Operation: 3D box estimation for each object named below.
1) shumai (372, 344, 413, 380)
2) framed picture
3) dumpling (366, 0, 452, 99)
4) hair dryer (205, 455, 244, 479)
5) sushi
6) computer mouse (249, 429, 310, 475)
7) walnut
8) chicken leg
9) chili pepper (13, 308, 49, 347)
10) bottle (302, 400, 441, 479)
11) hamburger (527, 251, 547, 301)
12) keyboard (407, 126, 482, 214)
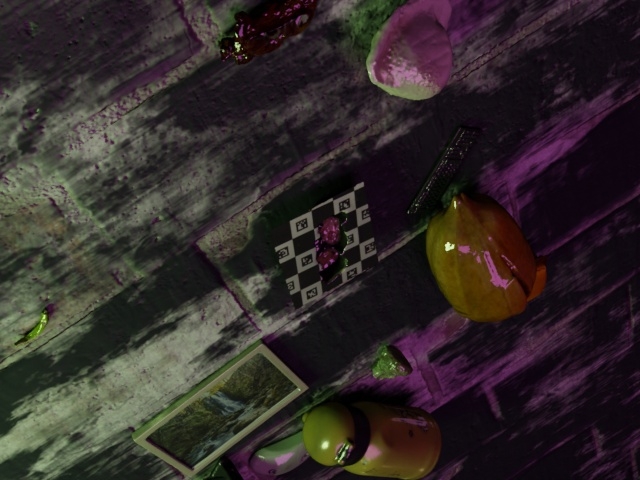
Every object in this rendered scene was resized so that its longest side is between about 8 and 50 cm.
[{"bbox_3d":[0.149,0.279,2.227,0.083,0.082,0.080,37,105,-27],"label":"shumai"},{"bbox_3d":[-0.198,0.348,2.075,0.324,0.020,0.240,-36,141,0],"label":"framed picture"},{"bbox_3d":[0.145,-0.306,1.579,0.215,0.126,0.167,-1,115,-32],"label":"dumpling"},{"bbox_3d":[-0.311,0.581,2.177,0.302,0.116,0.244,8,123,-33],"label":"hair dryer"},{"bbox_3d":[0.000,0.000,1.838,0.192,0.050,0.215,-29,137,-15],"label":"sushi"},{"bbox_3d":[-0.069,0.484,2.287,0.181,0.056,0.089,-22,145,-18],"label":"computer mouse"},{"bbox_3d":[0.306,0.023,1.982,0.209,0.209,0.336,-33,132,-4],"label":"walnut"},{"bbox_3d":[-0.055,-0.324,1.460,0.219,0.048,0.089,-35,145,-2],"label":"chicken leg"},{"bbox_3d":[-0.469,0.144,1.660,0.083,0.017,0.030,-50,139,13],"label":"chili pepper"},{"bbox_3d":[0.107,0.442,2.287,0.351,0.171,0.171,19,117,-44],"label":"bottle"},{"bbox_3d":[0.414,0.079,2.203,0.165,0.087,0.137,-20,139,-22],"label":"hamburger"},{"bbox_3d":[0.232,-0.129,1.911,0.067,0.011,0.202,2,128,-40],"label":"keyboard"}]
